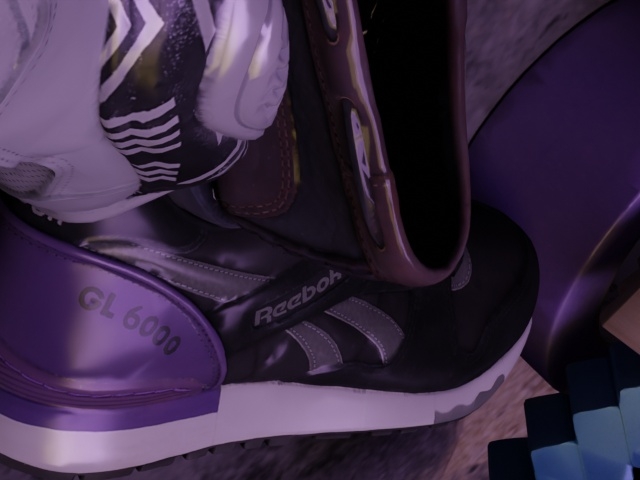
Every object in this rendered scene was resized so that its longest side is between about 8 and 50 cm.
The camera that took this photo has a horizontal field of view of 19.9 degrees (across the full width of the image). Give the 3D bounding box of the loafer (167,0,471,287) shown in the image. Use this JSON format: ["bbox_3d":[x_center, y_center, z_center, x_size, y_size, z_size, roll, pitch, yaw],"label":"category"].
[{"bbox_3d":[0.015,-0.121,0.478,0.109,0.095,0.303,-31,139,-39],"label":"loafer"}]

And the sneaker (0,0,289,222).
[{"bbox_3d":[-0.118,-0.069,0.354,0.210,0.137,0.366,-25,167,-15],"label":"sneaker"}]

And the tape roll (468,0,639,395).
[{"bbox_3d":[0.149,-0.023,0.849,0.189,0.080,0.189,-33,150,-22],"label":"tape roll"}]

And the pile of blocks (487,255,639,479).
[{"bbox_3d":[0.164,0.061,0.816,0.362,0.149,0.113,-45,-164,20],"label":"pile of blocks"}]

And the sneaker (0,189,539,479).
[{"bbox_3d":[0.000,0.000,0.666,0.283,0.107,0.124,-11,131,-46],"label":"sneaker"}]
